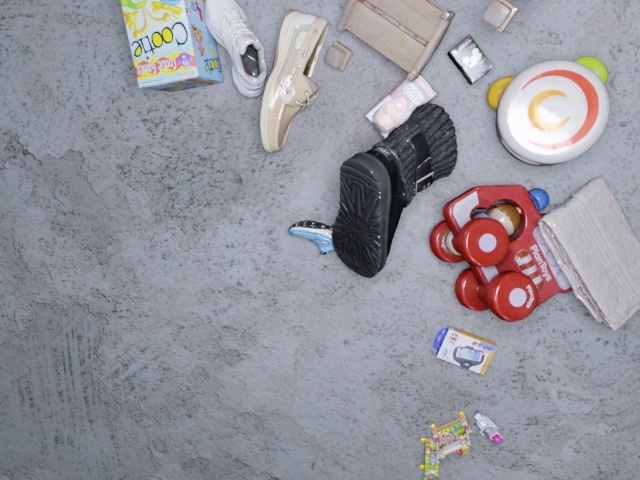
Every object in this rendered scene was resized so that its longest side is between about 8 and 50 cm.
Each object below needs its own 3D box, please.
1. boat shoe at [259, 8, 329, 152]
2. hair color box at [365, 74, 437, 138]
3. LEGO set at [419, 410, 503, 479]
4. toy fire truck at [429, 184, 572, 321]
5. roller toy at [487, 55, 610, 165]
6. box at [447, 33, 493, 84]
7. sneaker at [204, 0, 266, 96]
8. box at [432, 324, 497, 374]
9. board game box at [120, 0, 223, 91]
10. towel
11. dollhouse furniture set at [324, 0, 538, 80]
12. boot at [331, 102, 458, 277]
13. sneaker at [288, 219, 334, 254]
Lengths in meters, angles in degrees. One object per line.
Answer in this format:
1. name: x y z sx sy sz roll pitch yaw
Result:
1. boat shoe: -0.056 -0.333 1.041 0.098 0.109 0.302 17 101 8
2. hair color box: 0.174 -0.292 1.038 0.141 0.043 0.072 -41 94 18
3. LEGO set: 0.312 0.540 1.187 0.132 0.107 0.287 36 107 1
4. toy fire truck: 0.402 0.014 1.028 0.254 0.169 0.302 -30 96 -10
5. roller toy: 0.444 -0.243 0.946 0.210 0.146 0.190 -6 94 18
6. box: 0.305 -0.368 0.984 0.052 0.062 0.083 -37 95 18
7. sneaker: -0.167 -0.430 1.022 0.090 0.115 0.232 -30 104 -15
8. box: 0.342 0.260 1.153 0.136 0.028 0.081 19 107 4
9. board game box: -0.323 -0.475 1.033 0.142 0.144 0.275 -6 102 13
10. towel: 0.584 0.027 0.998 0.187 0.049 0.282 -34 96 -18
11. dollhouse furniture set: 0.230 -0.442 0.965 0.303 0.174 0.355 41 129 11
12. boot: 0.161 -0.095 1.024 0.131 0.260 0.347 36 146 23
13. sneaker: 0.000 0.000 1.135 0.162 0.063 0.073 14 109 7
